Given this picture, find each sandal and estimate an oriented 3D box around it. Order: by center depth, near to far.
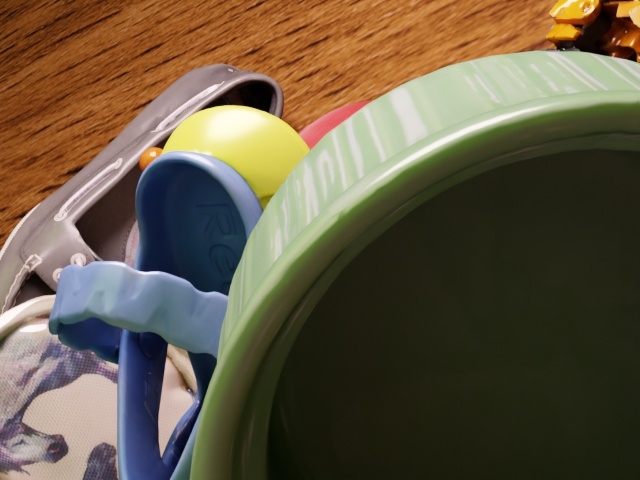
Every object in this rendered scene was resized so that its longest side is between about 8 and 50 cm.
[{"bbox_3d":[-0.044,0.103,0.850,0.126,0.317,0.138,-11,12,44],"label":"sandal"}]

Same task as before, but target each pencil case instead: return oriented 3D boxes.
[{"bbox_3d":[-0.218,0.150,1.103,0.183,0.160,0.410,-49,13,-33],"label":"pencil case"}]

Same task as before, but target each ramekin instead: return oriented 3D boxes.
[{"bbox_3d":[0.097,0.069,0.714,0.303,0.303,0.148,-40,19,9],"label":"ramekin"}]

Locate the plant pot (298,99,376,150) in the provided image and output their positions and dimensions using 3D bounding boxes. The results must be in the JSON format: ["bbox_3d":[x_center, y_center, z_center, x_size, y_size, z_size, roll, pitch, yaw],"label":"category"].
[{"bbox_3d":[0.085,0.021,0.921,0.174,0.191,0.191,5,54,46],"label":"plant pot"}]

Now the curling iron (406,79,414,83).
[{"bbox_3d":[0.000,0.000,1.226,0.274,0.035,0.068,-54,17,-17],"label":"curling iron"}]

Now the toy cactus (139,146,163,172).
[{"bbox_3d":[-0.108,0.027,1.239,0.219,0.112,0.180,-61,3,-19],"label":"toy cactus"}]

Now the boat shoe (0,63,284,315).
[{"bbox_3d":[-0.149,-0.016,1.382,0.335,0.112,0.095,-53,23,-23],"label":"boat shoe"}]

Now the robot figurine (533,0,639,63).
[{"bbox_3d":[0.249,-0.135,1.015,0.211,0.085,0.291,-52,28,-16],"label":"robot figurine"}]
